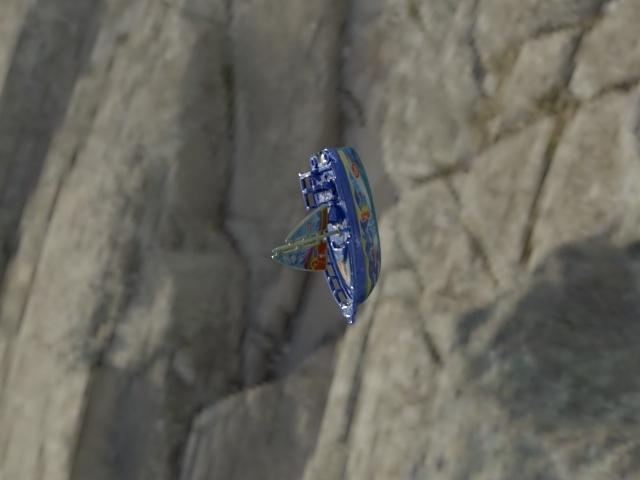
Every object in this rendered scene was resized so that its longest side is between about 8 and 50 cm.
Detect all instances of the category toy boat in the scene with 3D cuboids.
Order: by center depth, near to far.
[{"bbox_3d":[0.000,0.000,1.818,0.091,0.110,0.175,-16,87,67],"label":"toy boat"}]
